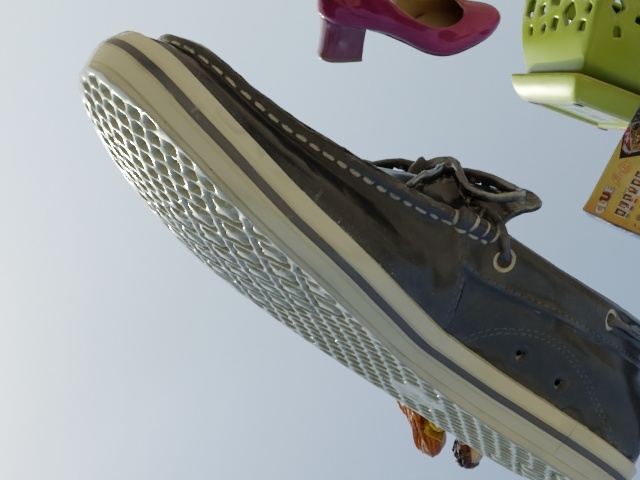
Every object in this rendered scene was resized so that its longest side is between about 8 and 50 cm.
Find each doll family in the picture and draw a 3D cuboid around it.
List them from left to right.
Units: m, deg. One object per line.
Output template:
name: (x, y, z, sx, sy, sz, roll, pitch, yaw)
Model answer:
doll family: (0.169, 0.167, 1.073, 0.118, 0.163, 0.263, 17, -161, 24)

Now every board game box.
board game box: (0.467, -0.108, 1.160, 0.165, 0.042, 0.243, 30, -88, 32)

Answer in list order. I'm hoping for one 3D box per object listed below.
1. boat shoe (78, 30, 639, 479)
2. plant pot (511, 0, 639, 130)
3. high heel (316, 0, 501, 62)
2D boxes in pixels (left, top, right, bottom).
boat shoe: (0.060, 0.011, 0.630, 0.156, 0.500, 0.186, -60, -155, -13)
plant pot: (0.430, -0.281, 1.357, 0.228, 0.207, 0.227, 15, -175, -20)
high heel: (0.169, -0.416, 1.579, 0.377, 0.181, 0.127, -17, -132, -25)
